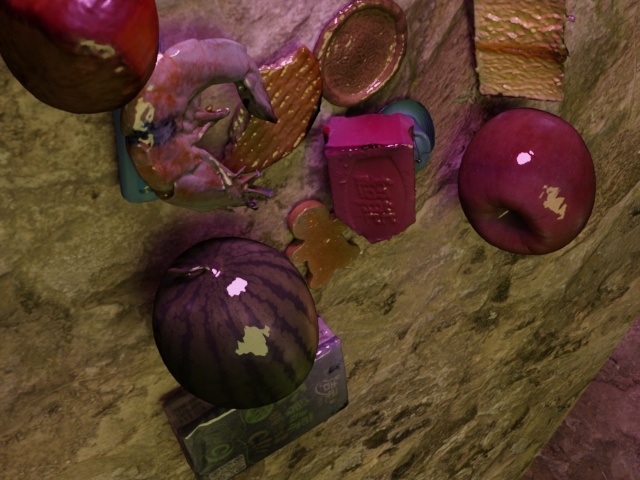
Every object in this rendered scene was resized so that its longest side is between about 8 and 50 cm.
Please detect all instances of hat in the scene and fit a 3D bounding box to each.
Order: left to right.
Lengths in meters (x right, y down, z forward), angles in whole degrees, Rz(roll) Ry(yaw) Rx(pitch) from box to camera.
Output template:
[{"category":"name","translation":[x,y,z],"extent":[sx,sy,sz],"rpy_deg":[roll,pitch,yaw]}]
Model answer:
[{"category":"hat","translation":[0.164,-0.174,1.370],"extent":[0.138,0.078,0.191],"rpy_deg":[-36,142,-8]}]

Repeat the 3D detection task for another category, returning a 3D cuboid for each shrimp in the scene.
[{"category":"shrimp","translation":[-0.150,-0.152,1.059],"extent":[0.247,0.085,0.360],"rpy_deg":[-58,146,-6]}]

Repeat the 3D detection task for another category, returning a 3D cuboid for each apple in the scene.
[{"category":"apple","translation":[0.427,-0.121,1.496],"extent":[0.235,0.305,0.306],"rpy_deg":[-55,148,-26]}]

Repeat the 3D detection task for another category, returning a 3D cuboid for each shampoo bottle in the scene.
[{"category":"shampoo bottle","translation":[-0.247,-0.176,1.029],"extent":[0.103,0.061,0.259],"rpy_deg":[-23,138,-29]}]

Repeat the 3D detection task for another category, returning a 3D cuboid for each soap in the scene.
[{"category":"soap","translation":[0.098,-0.109,1.317],"extent":[0.162,0.099,0.250],"rpy_deg":[-8,138,4]}]

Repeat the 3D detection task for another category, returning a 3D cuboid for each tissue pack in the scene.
[{"category":"tissue pack","translation":[-0.127,0.367,1.602],"extent":[0.394,0.124,0.288],"rpy_deg":[-28,142,-18]}]

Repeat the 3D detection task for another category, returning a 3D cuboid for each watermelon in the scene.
[{"category":"watermelon","translation":[-0.145,0.138,1.237],"extent":[0.278,0.279,0.359],"rpy_deg":[-33,142,-11]}]

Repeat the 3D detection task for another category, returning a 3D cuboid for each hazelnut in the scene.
[{"category":"hazelnut","translation":[-0.271,-0.255,0.842],"extent":[0.208,0.208,0.208],"rpy_deg":[-23,138,-22]}]

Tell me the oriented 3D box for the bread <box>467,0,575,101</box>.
[{"category":"bread","translation":[0.366,-0.372,1.330],"extent":[0.178,0.142,0.266],"rpy_deg":[-2,144,15]}]

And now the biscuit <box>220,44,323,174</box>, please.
[{"category":"biscuit","translation":[-0.086,-0.201,1.164],"extent":[0.228,0.031,0.176],"rpy_deg":[-37,138,1]}]

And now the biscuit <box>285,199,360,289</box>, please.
[{"category":"biscuit","translation":[0.000,0.000,1.434],"extent":[0.153,0.030,0.234],"rpy_deg":[-40,142,-5]}]

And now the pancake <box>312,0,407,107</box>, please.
[{"category":"pancake","translation":[0.067,-0.311,1.203],"extent":[0.199,0.021,0.199],"rpy_deg":[-22,137,-22]}]
